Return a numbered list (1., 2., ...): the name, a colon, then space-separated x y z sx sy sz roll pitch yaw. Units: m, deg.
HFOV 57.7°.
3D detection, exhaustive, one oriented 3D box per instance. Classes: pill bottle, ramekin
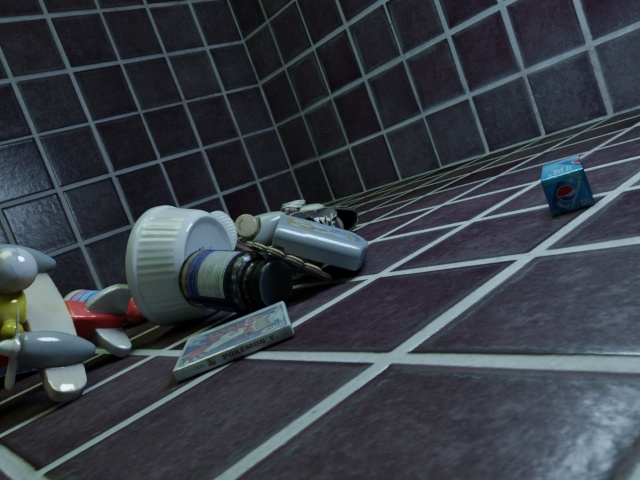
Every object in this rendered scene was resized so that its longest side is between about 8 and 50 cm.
1. pill bottle: -0.165 0.080 1.137 0.219 0.123 0.122 1 19 38
2. ramekin: -0.297 0.054 1.295 0.127 0.273 0.273 -4 12 21

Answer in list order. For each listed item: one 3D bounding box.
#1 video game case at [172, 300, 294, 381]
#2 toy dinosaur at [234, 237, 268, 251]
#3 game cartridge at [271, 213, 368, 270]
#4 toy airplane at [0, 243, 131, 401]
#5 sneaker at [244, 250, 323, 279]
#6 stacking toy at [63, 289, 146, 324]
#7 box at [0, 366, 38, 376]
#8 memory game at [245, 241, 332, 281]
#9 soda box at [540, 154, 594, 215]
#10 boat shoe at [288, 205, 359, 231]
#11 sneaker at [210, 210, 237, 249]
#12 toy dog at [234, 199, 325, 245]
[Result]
1. video game case: -0.136 0.155 0.934 0.183 0.023 0.201 -21 6 -5
2. toy dinosaur: -0.296 0.025 1.749 0.295 0.201 0.127 -15 8 38
3. game cartridge: 0.000 0.000 1.234 0.197 0.062 0.297 10 7 -4
4. toy airplane: -0.553 0.134 1.121 0.385 0.273 0.384 11 29 8
5. sneaker: -0.115 0.071 1.370 0.275 0.107 0.110 -10 -7 34
6. stacking toy: -0.603 0.203 1.657 0.330 0.141 0.141 -7 13 37
7. box: -0.905 0.264 1.437 0.312 0.179 0.343 -3 -7 -42
8. memory game: -0.061 0.041 1.140 0.012 0.186 0.186 -67 16 -8
9. soda box: 0.450 -0.105 1.064 0.071 0.067 0.210 -18 7 25
10. boat shoe: 0.003 -0.044 1.702 0.130 0.133 0.355 -17 8 30
11. sneaker: -0.357 0.057 1.576 0.150 0.135 0.366 -20 27 35
12. toy dog: -0.146 -0.026 2.046 0.333 0.161 0.220 -13 -6 26
